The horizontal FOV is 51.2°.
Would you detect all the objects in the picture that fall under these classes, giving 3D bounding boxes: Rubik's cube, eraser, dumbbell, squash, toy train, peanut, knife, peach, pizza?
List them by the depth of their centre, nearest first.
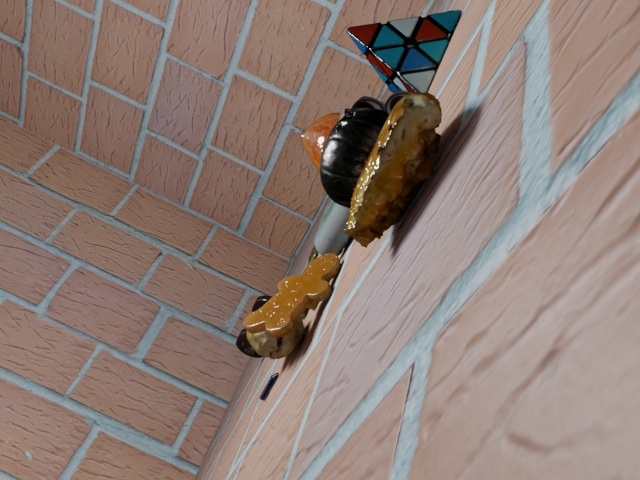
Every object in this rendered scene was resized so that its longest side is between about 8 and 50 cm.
[{"bbox_3d":[0.101,-0.087,0.958,0.335,0.086,0.226,121,170,-73],"label":"pizza"},{"bbox_3d":[0.080,-0.154,1.254,0.193,0.156,0.193,7,-90,-86],"label":"squash"},{"bbox_3d":[0.123,-0.255,1.477,0.290,0.171,0.087,-162,60,-87],"label":"eraser"},{"bbox_3d":[0.067,-0.082,1.513,0.227,0.081,0.174,-58,7,53],"label":"eraser"},{"bbox_3d":[0.188,-0.404,1.542,0.284,0.250,0.234,-56,26,34],"label":"Rubik's cube"},{"bbox_3d":[-0.108,0.211,1.560,0.130,0.130,0.290,-64,3,-14],"label":"peanut"},{"bbox_3d":[-0.126,0.356,1.639,0.083,0.017,0.017,-62,5,18],"label":"toy train"},{"bbox_3d":[0.051,-0.251,1.844,0.232,0.233,0.232,-63,3,6],"label":"peach"},{"bbox_3d":[-0.074,0.156,2.439,0.047,0.017,0.297,-78,14,-53],"label":"knife"},{"bbox_3d":[-0.225,0.325,2.536,0.140,0.124,0.225,-60,5,43],"label":"dumbbell"}]

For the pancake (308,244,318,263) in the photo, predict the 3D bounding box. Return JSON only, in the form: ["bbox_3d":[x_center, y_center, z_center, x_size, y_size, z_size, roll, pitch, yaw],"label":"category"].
[{"bbox_3d":[-0.001,-0.001,2.492,0.199,0.021,0.199,-63,3,5],"label":"pancake"}]

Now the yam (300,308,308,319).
[{"bbox_3d":[-0.035,0.151,1.738,0.032,0.032,0.145,-61,5,36],"label":"yam"}]

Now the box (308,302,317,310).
[{"bbox_3d":[-0.005,0.113,1.614,0.156,0.022,0.089,-102,37,-85],"label":"box"}]

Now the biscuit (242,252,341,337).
[{"bbox_3d":[-0.043,0.117,1.426,0.166,0.036,0.250,4,41,49],"label":"biscuit"}]
